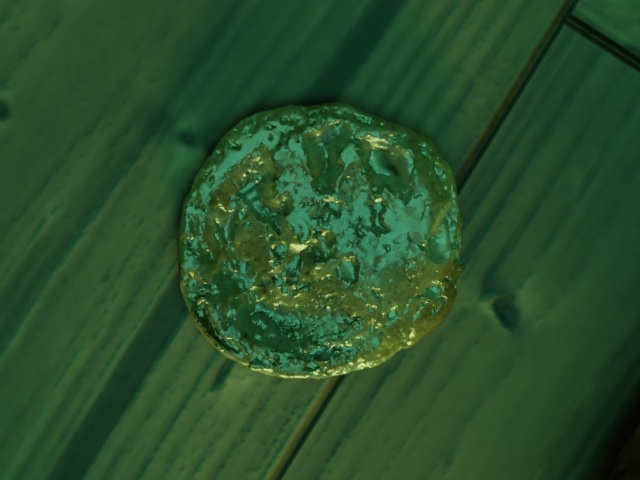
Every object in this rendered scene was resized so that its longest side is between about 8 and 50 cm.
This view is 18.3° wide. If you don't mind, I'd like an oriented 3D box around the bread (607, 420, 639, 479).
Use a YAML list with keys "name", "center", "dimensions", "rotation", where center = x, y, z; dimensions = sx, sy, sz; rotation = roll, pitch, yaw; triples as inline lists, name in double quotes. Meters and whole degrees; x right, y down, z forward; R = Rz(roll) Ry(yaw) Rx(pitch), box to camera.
- name: "bread"
  center: [0.198, 0.123, 0.898]
  dimensions: [0.141, 0.178, 0.266]
  rotation: [20, 73, 24]

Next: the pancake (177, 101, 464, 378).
- name: "pancake"
  center: [0.000, 0.000, 0.924]
  dimensions: [0.139, 0.022, 0.140]
  rotation: [-1, 100, -6]
